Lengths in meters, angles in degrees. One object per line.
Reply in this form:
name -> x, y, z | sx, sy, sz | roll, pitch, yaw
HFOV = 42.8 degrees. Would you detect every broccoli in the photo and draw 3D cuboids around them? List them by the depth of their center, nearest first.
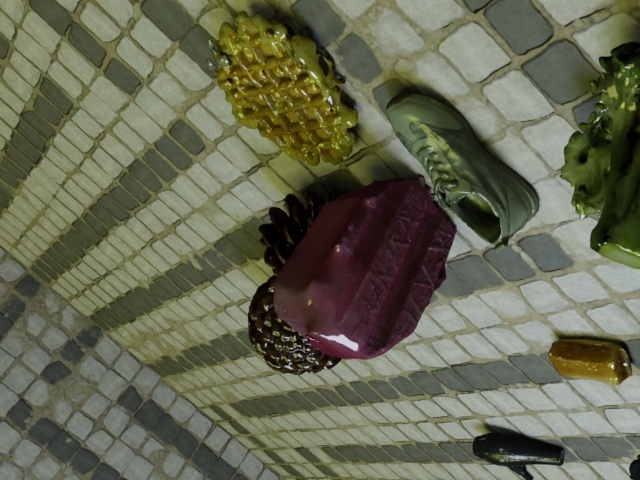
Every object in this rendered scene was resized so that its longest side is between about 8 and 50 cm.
broccoli -> 0.352, -0.087, 0.866 | 0.263, 0.243, 0.247 | 11, 156, 44

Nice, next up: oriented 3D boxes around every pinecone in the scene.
pinecone -> 0.000, 0.000, 1.419 | 0.208, 0.207, 0.207 | 25, 149, 16
pinecone -> -0.044, 0.165, 1.667 | 0.224, 0.224, 0.272 | 37, 170, -4

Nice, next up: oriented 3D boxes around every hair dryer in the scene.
hair dryer -> 0.457, 0.495, 1.811 | 0.195, 0.075, 0.219 | 1, 147, 31

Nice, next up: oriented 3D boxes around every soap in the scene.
soap -> 0.074, 0.045, 1.259 | 0.127, 0.325, 0.220 | -13, 128, 48

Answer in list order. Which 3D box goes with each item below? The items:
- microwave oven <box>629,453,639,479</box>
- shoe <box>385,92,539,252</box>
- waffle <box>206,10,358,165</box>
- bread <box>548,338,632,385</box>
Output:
microwave oven -> 0.567, 0.311, 1.178 | 0.188, 0.178, 0.247 | 25, 160, 24
shoe -> 0.192, -0.098, 1.163 | 0.275, 0.098, 0.103 | 41, 146, -8
waffle -> -0.055, -0.227, 1.265 | 0.262, 0.060, 0.280 | 28, 151, 5
bread -> 0.454, 0.203, 1.378 | 0.132, 0.053, 0.074 | -2, 130, 46
